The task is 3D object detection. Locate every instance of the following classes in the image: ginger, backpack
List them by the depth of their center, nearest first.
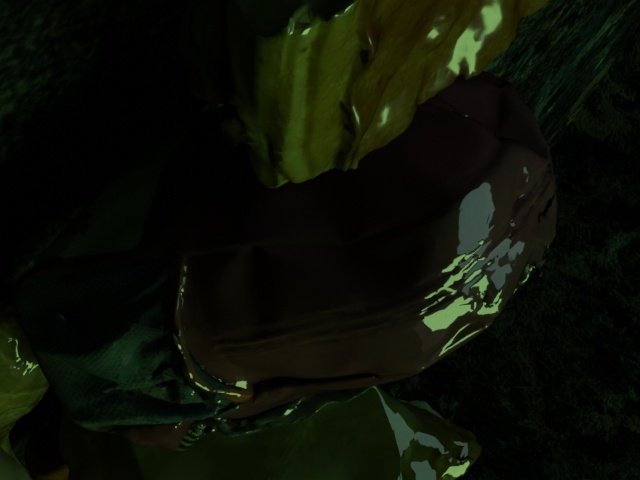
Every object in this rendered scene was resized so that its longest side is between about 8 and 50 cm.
[{"bbox_3d":[0.000,0.000,0.774,0.317,0.197,0.283,-11,-150,25],"label":"backpack"},{"bbox_3d":[-0.235,0.108,0.827,0.148,0.081,0.334,-36,160,-35],"label":"ginger"}]

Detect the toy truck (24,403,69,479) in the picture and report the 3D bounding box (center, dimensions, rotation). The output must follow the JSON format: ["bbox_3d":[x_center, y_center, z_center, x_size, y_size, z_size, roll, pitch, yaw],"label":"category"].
[{"bbox_3d":[-0.107,0.178,1.094,0.204,0.288,0.212,51,50,-41],"label":"toy truck"}]

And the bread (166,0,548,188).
[{"bbox_3d":[0.035,-0.232,0.559,0.314,0.191,0.370,-40,160,-23],"label":"bread"}]

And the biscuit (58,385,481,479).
[{"bbox_3d":[-0.037,0.143,0.940,0.334,0.329,0.078,-1,161,-9],"label":"biscuit"}]

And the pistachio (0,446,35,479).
[{"bbox_3d":[-0.270,0.171,0.692,0.223,0.152,0.126,-2,152,-15],"label":"pistachio"}]
